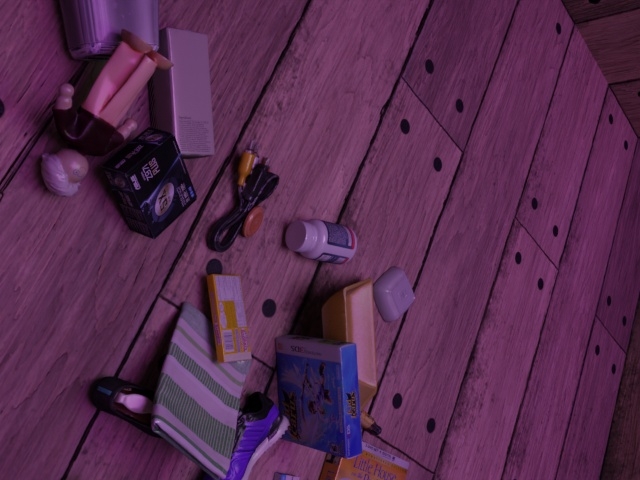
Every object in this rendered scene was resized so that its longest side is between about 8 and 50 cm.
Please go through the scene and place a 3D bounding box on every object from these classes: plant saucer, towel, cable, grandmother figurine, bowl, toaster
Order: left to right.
[{"bbox_3d":[-0.433,-0.239,1.367,0.342,0.104,0.208,-58,142,1],"label":"grandmother figurine"},{"bbox_3d":[-0.429,-0.444,1.424,0.227,0.129,0.146,-13,101,-47],"label":"toaster"},{"bbox_3d":[-0.255,0.326,1.546,0.248,0.038,0.324,50,31,-31],"label":"towel"},{"bbox_3d":[-0.191,-0.096,1.722,0.287,0.072,0.139,-63,150,-10],"label":"cable"},{"bbox_3d":[-0.163,-0.045,1.724,0.083,0.013,0.083,-53,160,-29],"label":"plant saucer"},{"bbox_3d":[0.076,0.276,1.868,0.333,0.081,0.332,-6,93,-74],"label":"plant saucer"},{"bbox_3d":[0.229,0.164,2.114,0.142,0.053,0.142,-39,117,-37],"label":"bowl"}]

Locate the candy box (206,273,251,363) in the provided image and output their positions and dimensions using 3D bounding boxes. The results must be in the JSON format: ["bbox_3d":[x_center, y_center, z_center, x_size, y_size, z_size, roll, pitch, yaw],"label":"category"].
[{"bbox_3d":[-0.214,0.181,1.648,0.105,0.027,0.205,10,68,-60],"label":"candy box"}]

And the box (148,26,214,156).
[{"bbox_3d":[-0.311,-0.321,1.561,0.113,0.094,0.275,-3,91,-45],"label":"box"}]

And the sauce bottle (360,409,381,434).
[{"bbox_3d":[0.131,0.519,2.017,0.128,0.042,0.042,45,59,-37],"label":"sauce bottle"}]

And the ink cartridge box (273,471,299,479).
[{"bbox_3d":[-0.084,0.627,1.807,0.083,0.028,0.048,26,71,-42],"label":"ink cartridge box"}]

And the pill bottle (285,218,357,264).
[{"bbox_3d":[0.000,0.000,1.852,0.180,0.108,0.107,13,80,-44],"label":"pill bottle"}]

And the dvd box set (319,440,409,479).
[{"bbox_3d":[0.089,0.779,1.952,0.308,0.062,0.420,36,65,-39],"label":"dvd box set"}]

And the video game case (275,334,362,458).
[{"bbox_3d":[-0.009,0.378,1.736,0.061,0.244,0.269,-5,92,-42],"label":"video game case"}]

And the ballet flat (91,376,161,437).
[{"bbox_3d":[-0.356,0.367,1.497,0.280,0.096,0.095,31,69,-40],"label":"ballet flat"}]

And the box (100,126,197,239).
[{"bbox_3d":[-0.356,-0.121,1.481,0.147,0.078,0.180,-49,143,-34],"label":"box"}]

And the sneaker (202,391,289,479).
[{"bbox_3d":[-0.206,0.471,1.650,0.293,0.102,0.146,-46,116,-41],"label":"sneaker"}]
